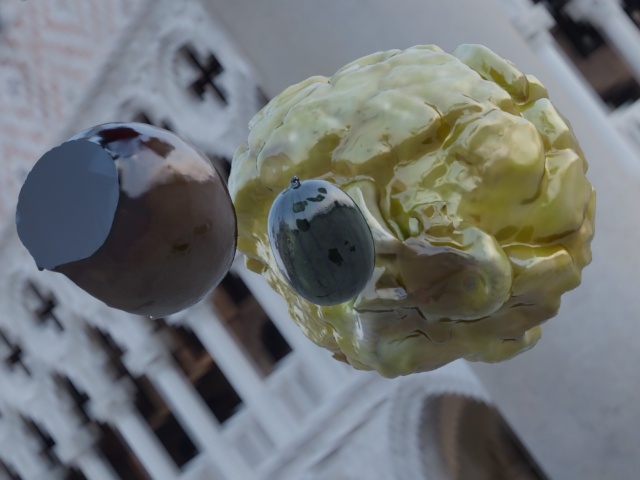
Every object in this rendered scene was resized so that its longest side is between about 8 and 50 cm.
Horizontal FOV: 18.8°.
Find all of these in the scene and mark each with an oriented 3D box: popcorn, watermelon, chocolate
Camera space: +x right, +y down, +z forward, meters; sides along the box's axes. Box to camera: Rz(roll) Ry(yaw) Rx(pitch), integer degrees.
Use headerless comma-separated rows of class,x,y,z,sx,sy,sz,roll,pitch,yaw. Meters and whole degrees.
popcorn,0.107,-0.035,2.077,0.354,0.390,0.344,-47,-35,-13
watermelon,0.000,0.000,1.494,0.078,0.110,0.078,-20,28,11
chocolate,-0.112,-0.012,1.226,0.127,0.124,0.133,4,1,37
